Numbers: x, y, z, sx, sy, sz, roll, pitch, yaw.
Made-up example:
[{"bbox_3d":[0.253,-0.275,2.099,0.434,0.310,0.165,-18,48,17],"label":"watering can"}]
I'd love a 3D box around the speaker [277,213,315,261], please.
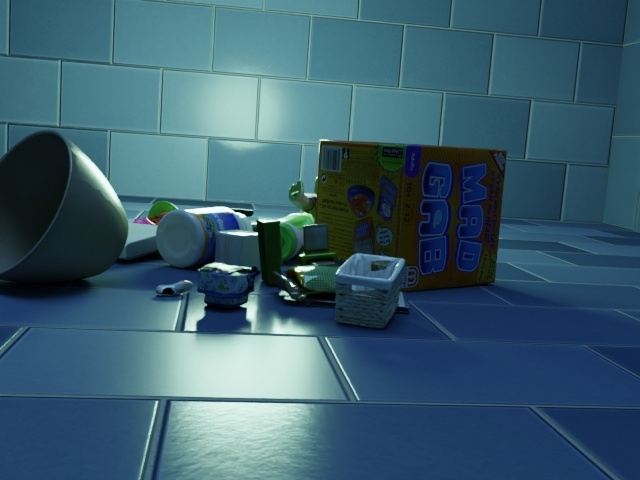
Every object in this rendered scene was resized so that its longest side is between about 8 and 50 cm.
[{"bbox_3d":[-0.095,-0.010,2.169,0.131,0.131,0.296,6,8,12],"label":"speaker"}]

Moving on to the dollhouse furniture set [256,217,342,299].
[{"bbox_3d":[-0.018,0.029,1.679,0.197,0.151,0.301,-5,7,-15],"label":"dollhouse furniture set"}]

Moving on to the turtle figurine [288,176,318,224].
[{"bbox_3d":[0.042,-0.109,2.183,0.198,0.275,0.266,26,-14,46],"label":"turtle figurine"}]

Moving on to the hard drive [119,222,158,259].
[{"bbox_3d":[-0.587,-0.008,2.046,0.353,0.047,0.233,5,14,29],"label":"hard drive"}]

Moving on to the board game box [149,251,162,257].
[{"bbox_3d":[-0.374,0.024,2.115,0.124,0.039,0.259,9,12,39],"label":"board game box"}]

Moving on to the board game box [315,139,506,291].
[{"bbox_3d":[0.231,-0.080,1.976,0.356,0.356,0.356,-2,10,-36],"label":"board game box"}]

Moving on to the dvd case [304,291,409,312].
[{"bbox_3d":[0.082,0.127,1.623,0.221,0.018,0.164,5,7,4],"label":"dvd case"}]

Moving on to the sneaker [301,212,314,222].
[{"bbox_3d":[0.000,0.000,2.396,0.240,0.091,0.126,24,51,30],"label":"sneaker"}]

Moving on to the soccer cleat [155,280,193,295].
[{"bbox_3d":[-0.307,0.104,1.560,0.083,0.029,0.035,-4,19,-32],"label":"soccer cleat"}]

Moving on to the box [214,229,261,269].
[{"bbox_3d":[-0.209,0.028,1.900,0.087,0.101,0.102,9,9,28],"label":"box"}]

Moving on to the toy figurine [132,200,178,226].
[{"bbox_3d":[-0.538,-0.037,2.263,0.173,0.130,0.159,-17,7,28],"label":"toy figurine"}]

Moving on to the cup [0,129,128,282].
[{"bbox_3d":[-0.563,-0.038,1.605,0.331,0.331,0.237,10,-16,39],"label":"cup"}]

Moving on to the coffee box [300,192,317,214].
[{"bbox_3d":[0.077,-0.069,2.549,0.297,0.168,0.119,3,7,-3],"label":"coffee box"}]

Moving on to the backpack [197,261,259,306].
[{"bbox_3d":[-0.193,0.091,1.488,0.105,0.084,0.114,6,3,18],"label":"backpack"}]

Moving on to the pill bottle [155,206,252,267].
[{"bbox_3d":[-0.301,-0.015,1.984,0.152,0.152,0.272,8,9,26],"label":"pill bottle"}]

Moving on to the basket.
[{"bbox_3d":[0.099,0.098,1.461,0.113,0.103,0.167,7,16,15],"label":"basket"}]

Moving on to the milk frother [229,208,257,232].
[{"bbox_3d":[-0.262,-0.019,2.333,0.134,0.129,0.143,1,-35,-24],"label":"milk frother"}]
